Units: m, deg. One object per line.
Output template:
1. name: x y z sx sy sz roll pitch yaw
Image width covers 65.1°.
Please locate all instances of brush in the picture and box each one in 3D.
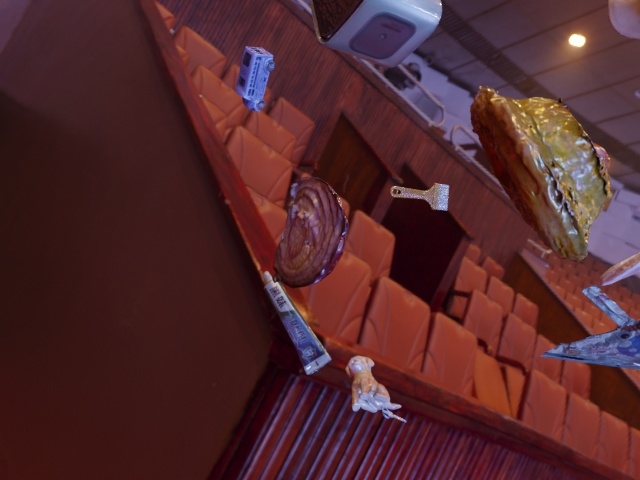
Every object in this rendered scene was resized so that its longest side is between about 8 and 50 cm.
1. brush: 0.378 -0.174 1.907 0.272 0.103 0.013 3 2 -26

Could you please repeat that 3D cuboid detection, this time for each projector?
1. projector: 0.142 -0.650 1.366 0.249 0.248 0.248 4 -24 -36

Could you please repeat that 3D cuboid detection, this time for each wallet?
1. wallet: 0.655 0.042 1.027 0.183 0.032 0.124 -11 -27 -32

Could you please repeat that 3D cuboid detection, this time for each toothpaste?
1. toothpaste: -0.102 0.272 1.738 0.392 0.099 0.061 57 2 19

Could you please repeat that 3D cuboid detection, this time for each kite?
1. kite: 0.646 0.186 1.014 0.368 0.014 0.406 36 -46 -21

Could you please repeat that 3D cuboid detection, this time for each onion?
1. onion: 0.000 0.000 1.368 0.146 0.314 0.280 15 9 -38

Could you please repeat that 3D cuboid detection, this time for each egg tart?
1. egg tart: 0.483 -0.164 1.089 0.443 0.178 0.443 52 19 -26

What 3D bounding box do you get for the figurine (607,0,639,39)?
1. figurine: 0.680 -0.383 0.909 0.332 0.185 0.204 22 -40 -39

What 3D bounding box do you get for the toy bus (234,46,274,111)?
1. toy bus: -0.189 -0.445 1.390 0.076 0.167 0.073 -11 42 -42

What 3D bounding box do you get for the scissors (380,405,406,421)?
1. scissors: 0.179 0.426 1.218 0.083 0.006 0.036 31 20 -24

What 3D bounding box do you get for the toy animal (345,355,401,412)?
1. toy animal: 0.171 0.479 1.686 0.184 0.104 0.185 20 26 -27

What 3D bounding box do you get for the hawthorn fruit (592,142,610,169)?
1. hawthorn fruit: 0.824 -0.242 1.614 0.179 0.173 0.173 40 -5 2
